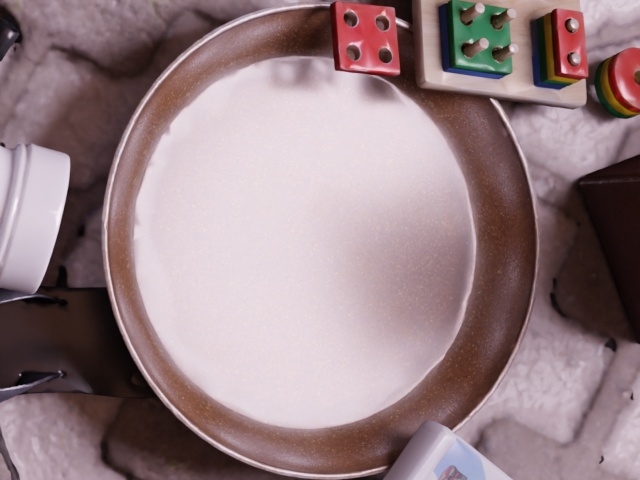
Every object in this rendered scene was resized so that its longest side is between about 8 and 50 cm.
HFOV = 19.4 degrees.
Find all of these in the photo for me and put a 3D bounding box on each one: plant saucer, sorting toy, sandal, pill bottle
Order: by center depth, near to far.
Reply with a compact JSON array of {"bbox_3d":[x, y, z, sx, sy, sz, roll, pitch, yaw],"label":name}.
[{"bbox_3d":[-0.271,-0.035,1.132,0.221,0.124,0.124,15,86,-15],"label":"pill bottle"},{"bbox_3d":[-0.204,0.065,1.187,0.254,0.054,0.097,-6,92,-16],"label":"sandal"},{"bbox_3d":[0.000,0.000,1.232,0.310,0.050,0.311,1,88,-22],"label":"plant saucer"},{"bbox_3d":[0.120,-0.164,1.252,0.274,0.046,0.132,6,75,-29],"label":"sorting toy"}]

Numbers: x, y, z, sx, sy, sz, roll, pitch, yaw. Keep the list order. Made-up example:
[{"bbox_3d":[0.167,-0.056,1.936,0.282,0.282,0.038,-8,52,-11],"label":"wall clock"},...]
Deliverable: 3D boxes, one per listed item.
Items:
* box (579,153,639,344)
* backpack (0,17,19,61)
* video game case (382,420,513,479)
[{"bbox_3d":[0.336,-0.014,1.171,0.191,0.381,0.143,-22,98,-14],"label":"box"},{"bbox_3d":[-0.318,-0.233,1.069,0.263,0.213,0.276,-10,85,-5],"label":"backpack"},{"bbox_3d":[0.083,0.333,1.247,0.300,0.036,0.329,40,80,-26],"label":"video game case"}]
